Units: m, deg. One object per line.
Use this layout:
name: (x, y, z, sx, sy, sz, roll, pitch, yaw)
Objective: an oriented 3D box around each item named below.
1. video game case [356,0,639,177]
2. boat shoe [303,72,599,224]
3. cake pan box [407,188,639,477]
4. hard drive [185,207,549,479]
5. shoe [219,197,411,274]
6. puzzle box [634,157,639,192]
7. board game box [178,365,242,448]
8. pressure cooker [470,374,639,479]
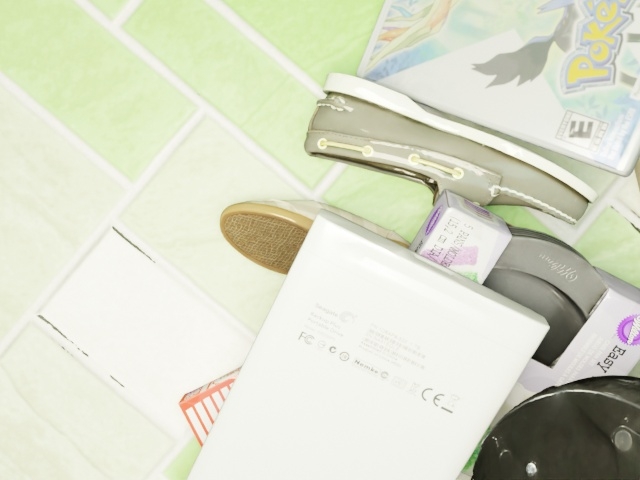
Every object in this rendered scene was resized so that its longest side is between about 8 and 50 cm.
video game case: (0.221, -0.265, 0.739, 0.300, 0.036, 0.329, 26, 100, 27)
boat shoe: (0.132, -0.077, 0.797, 0.305, 0.109, 0.091, 23, 92, 5)
cake pan box: (0.173, 0.109, 0.777, 0.246, 0.070, 0.266, 27, 111, -7)
hard drive: (0.027, 0.175, 0.741, 0.233, 0.047, 0.353, 26, 106, -2)
shoe: (0.000, 0.000, 0.825, 0.219, 0.058, 0.076, 15, 122, 3)
puzzle box: (0.559, -0.065, 0.827, 0.409, 0.052, 0.272, -14, 92, -1)
board game box: (-0.044, 0.223, 0.831, 0.147, 0.045, 0.193, -28, 92, 0)
pressure cooker: (0.372, 0.303, 0.654, 0.421, 0.370, 0.375, 10, 97, -28)
